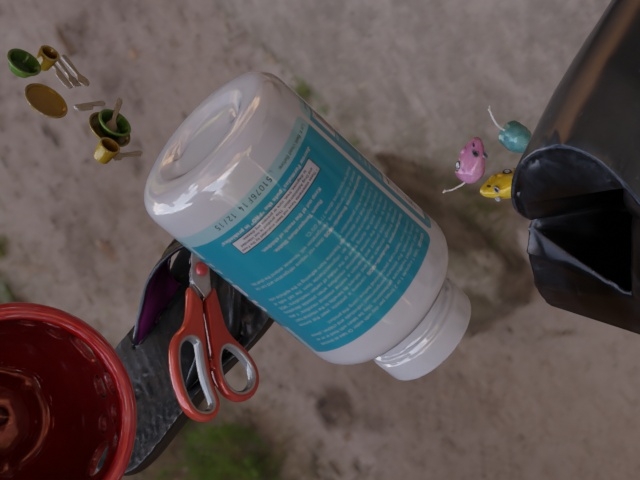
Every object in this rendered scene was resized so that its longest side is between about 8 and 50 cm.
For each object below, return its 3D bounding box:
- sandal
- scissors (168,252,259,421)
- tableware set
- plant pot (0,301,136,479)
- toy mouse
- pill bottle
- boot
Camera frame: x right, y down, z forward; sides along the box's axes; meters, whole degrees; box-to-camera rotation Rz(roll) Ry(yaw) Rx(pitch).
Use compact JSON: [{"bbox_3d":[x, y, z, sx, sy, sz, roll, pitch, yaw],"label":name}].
[{"bbox_3d":[-0.164,0.100,1.781,0.167,0.446,0.107,33,-178,23],"label":"sandal"},{"bbox_3d":[-0.140,0.050,1.591,0.021,0.109,0.297,-21,81,54],"label":"scissors"},{"bbox_3d":[-0.248,-0.140,1.458,0.154,0.104,0.024,52,123,15],"label":"tableware set"},{"bbox_3d":[-0.266,0.151,1.207,0.191,0.191,0.174,61,158,-6],"label":"plant pot"},{"bbox_3d":[0.236,-0.112,1.910,0.031,0.161,0.143,-127,25,-52],"label":"toy mouse"},{"bbox_3d":[0.000,0.000,1.136,0.264,0.146,0.146,41,154,-23],"label":"pill bottle"},{"bbox_3d":[0.235,-0.205,0.852,0.146,0.445,0.367,21,157,41],"label":"boot"}]
